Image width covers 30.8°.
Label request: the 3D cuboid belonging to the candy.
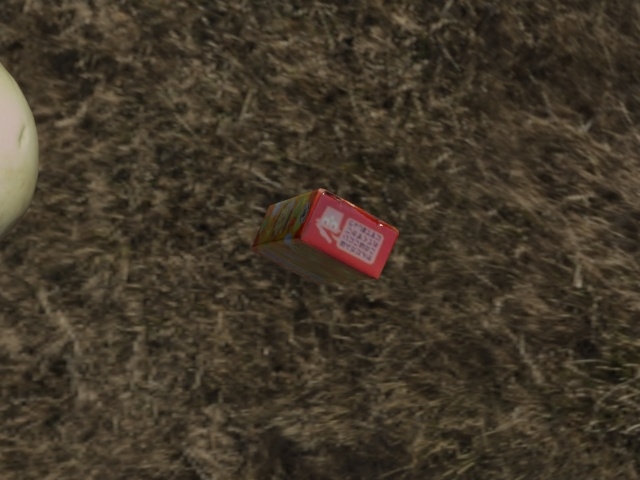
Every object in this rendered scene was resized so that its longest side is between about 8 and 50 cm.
[{"bbox_3d":[0.000,0.000,0.792,0.062,0.122,0.038,28,78,-16],"label":"candy"}]

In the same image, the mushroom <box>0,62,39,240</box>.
[{"bbox_3d":[-0.495,-0.082,1.404,0.315,0.315,0.356,21,119,28],"label":"mushroom"}]
